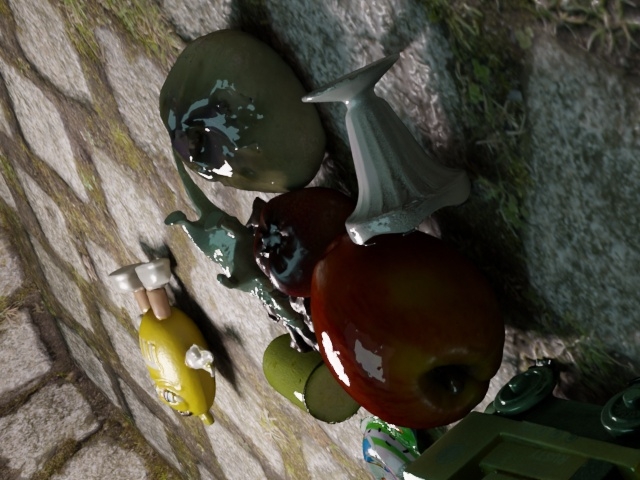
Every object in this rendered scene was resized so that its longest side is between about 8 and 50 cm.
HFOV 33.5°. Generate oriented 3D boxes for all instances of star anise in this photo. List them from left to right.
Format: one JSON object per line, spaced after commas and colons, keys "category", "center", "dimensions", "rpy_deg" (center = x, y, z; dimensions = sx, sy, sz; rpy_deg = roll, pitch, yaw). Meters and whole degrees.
{"category": "star anise", "center": [-0.030, 0.073, 1.754], "dimensions": [0.331, 0.118, 0.331], "rpy_deg": [50, 156, 31]}

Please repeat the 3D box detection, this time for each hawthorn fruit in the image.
{"category": "hawthorn fruit", "center": [0.000, 0.000, 1.541], "dimensions": [0.169, 0.188, 0.169], "rpy_deg": [3, 94, 52]}

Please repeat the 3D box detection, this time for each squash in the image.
{"category": "squash", "center": [-0.026, 0.236, 1.954], "dimensions": [0.247, 0.132, 0.132], "rpy_deg": [24, 142, 59]}

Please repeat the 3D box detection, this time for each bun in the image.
{"category": "bun", "center": [-0.123, -0.171, 1.549], "dimensions": [0.273, 0.168, 0.273], "rpy_deg": [32, 148, 23]}

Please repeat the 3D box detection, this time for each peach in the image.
{"category": "peach", "center": [0.110, 0.106, 1.394], "dimensions": [0.281, 0.238, 0.281], "rpy_deg": [33, -166, -9]}

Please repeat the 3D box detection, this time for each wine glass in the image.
{"category": "wine glass", "center": [0.074, -0.111, 1.278], "dimensions": [0.196, 0.165, 0.165], "rpy_deg": [64, 155, -6]}

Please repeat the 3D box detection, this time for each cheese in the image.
{"category": "cheese", "center": [0.135, 0.365, 1.875], "dimensions": [0.204, 0.083, 0.320], "rpy_deg": [35, 150, 38]}

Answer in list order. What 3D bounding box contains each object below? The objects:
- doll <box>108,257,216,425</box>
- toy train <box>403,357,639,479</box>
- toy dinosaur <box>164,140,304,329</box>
{"category": "doll", "center": [-0.352, 0.224, 2.525], "dimensions": [0.423, 0.161, 0.348], "rpy_deg": [56, 154, 14]}
{"category": "toy train", "center": [0.286, 0.280, 1.270], "dimensions": [0.160, 0.253, 0.397], "rpy_deg": [59, 157, -14]}
{"category": "toy dinosaur", "center": [-0.164, -0.020, 1.657], "dimensions": [0.393, 0.092, 0.205], "rpy_deg": [51, -172, 30]}
